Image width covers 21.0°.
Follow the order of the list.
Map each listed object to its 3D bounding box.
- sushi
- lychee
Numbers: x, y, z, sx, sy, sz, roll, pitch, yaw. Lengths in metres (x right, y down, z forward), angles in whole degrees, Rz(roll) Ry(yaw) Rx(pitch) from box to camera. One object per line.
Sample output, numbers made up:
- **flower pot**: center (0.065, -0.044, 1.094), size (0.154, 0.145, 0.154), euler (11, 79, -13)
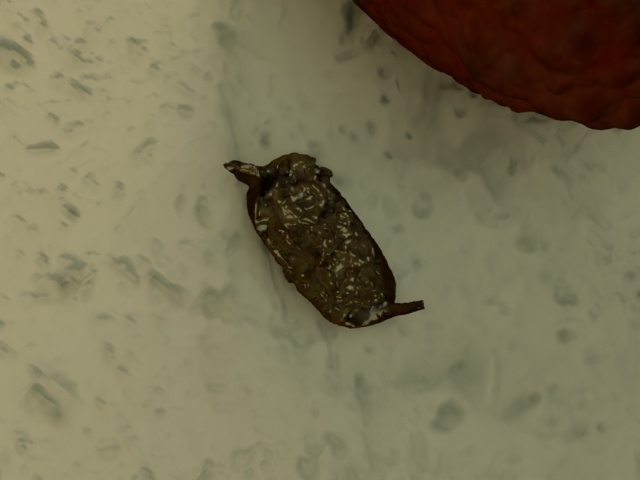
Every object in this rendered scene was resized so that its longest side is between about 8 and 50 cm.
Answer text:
- **sushi**: center (0.000, 0.000, 0.897), size (0.052, 0.055, 0.120), euler (-35, 90, -4)
- **lychee**: center (0.106, -0.196, 0.843), size (0.255, 0.255, 0.300), euler (-3, 50, -9)
